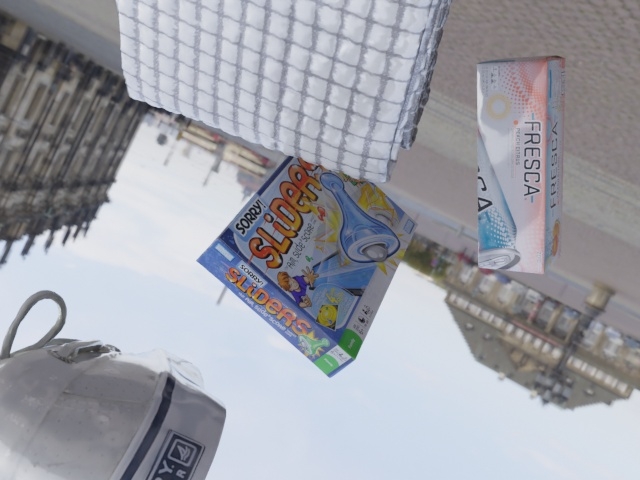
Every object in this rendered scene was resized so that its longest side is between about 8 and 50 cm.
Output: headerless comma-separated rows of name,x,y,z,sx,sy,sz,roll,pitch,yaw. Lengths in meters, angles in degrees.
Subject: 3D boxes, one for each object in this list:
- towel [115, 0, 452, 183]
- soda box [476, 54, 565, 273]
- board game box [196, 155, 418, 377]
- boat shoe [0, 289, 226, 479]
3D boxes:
towel,-0.020,-0.196,0.491,0.235,0.121,0.284,23,138,12
soda box,0.175,-0.067,0.645,0.063,0.183,0.058,5,-164,32
board game box,0.000,0.000,0.615,0.136,0.035,0.201,42,-143,-8
boat shoe,-0.171,0.110,0.467,0.156,0.136,0.367,30,167,-10
